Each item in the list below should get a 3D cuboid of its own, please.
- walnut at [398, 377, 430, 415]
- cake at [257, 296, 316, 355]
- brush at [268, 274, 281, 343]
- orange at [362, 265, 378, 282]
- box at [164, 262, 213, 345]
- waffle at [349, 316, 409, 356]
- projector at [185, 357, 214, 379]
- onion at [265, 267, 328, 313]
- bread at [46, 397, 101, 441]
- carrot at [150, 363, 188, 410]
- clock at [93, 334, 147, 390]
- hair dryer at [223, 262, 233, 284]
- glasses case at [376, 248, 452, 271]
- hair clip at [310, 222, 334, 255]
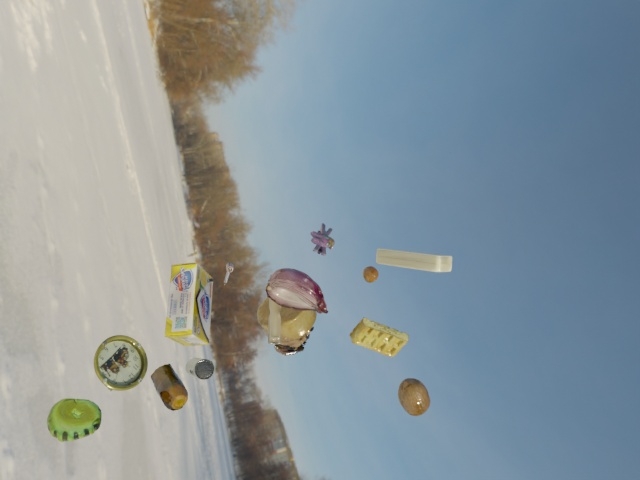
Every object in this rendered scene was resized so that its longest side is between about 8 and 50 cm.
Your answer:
[{"bbox_3d":[0.495,0.828,2.377,0.207,0.168,0.167,65,-13,-9],"label":"walnut"},{"bbox_3d":[-0.165,0.478,2.563,0.332,0.333,0.320,-125,-168,-57],"label":"cake"},{"bbox_3d":[-0.216,0.321,2.091,0.050,0.060,0.320,142,-49,-63],"label":"brush"},{"bbox_3d":[0.243,0.166,2.182,0.085,0.085,0.084,169,-90,-75],"label":"orange"},{"bbox_3d":[-0.464,0.230,1.597,0.168,0.097,0.264,71,14,-61],"label":"box"},{"bbox_3d":[0.300,0.503,2.296,0.057,0.274,0.168,-82,-162,-51],"label":"waffle"},{"bbox_3d":[-0.663,0.699,2.449,0.337,0.108,0.108,-28,-107,63],"label":"projector"},{"bbox_3d":[-0.082,0.211,1.872,0.120,0.284,0.227,-65,-175,-35],"label":"onion"},{"bbox_3d":[-0.714,0.520,1.300,0.130,0.139,0.071,54,-50,39],"label":"bread"},{"bbox_3d":[-0.477,0.457,1.408,0.173,0.082,0.082,34,-44,42],"label":"carrot"},{"bbox_3d":[-0.838,0.513,1.866,0.057,0.237,0.236,-31,-116,29],"label":"clock"},{"bbox_3d":[-0.468,0.175,2.257,0.063,0.037,0.114,-133,-120,-73],"label":"hair dryer"},{"bbox_3d":[0.401,0.083,1.937,0.313,0.131,0.070,7,-87,40],"label":"glasses case"},{"bbox_3d":[0.007,-0.013,2.351,0.090,0.137,0.278,-58,-171,18],"label":"hair clip"}]
